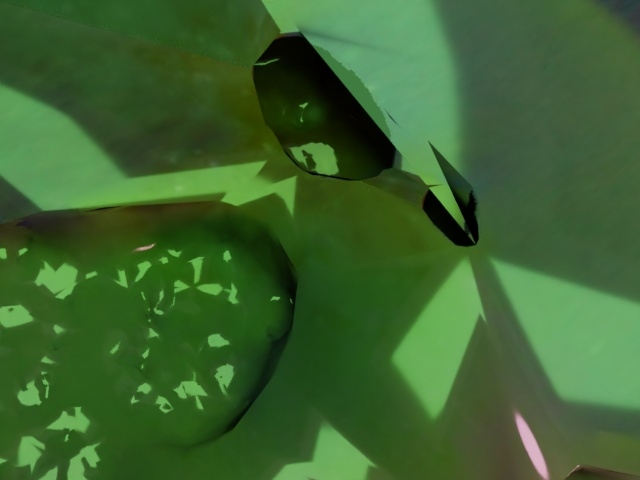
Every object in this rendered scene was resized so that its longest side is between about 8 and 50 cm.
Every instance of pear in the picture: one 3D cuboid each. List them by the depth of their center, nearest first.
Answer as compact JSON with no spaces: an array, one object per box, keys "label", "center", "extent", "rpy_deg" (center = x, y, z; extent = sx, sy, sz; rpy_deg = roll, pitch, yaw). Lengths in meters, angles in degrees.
[{"label":"pear","center":[0.001,0.005,0.628],"extent":[0.399,0.165,0.399],"rpy_deg":[4,65,-9]}]
